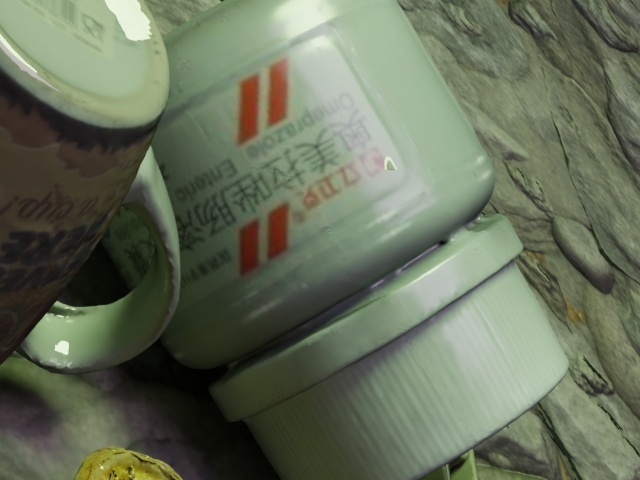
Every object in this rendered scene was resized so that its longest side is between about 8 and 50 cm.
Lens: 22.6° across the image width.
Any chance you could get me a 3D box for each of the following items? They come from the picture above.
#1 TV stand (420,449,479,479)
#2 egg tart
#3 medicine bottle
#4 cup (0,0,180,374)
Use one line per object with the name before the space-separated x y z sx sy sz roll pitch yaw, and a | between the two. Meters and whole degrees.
TV stand | 0.091 0.164 1.200 0.042 0.036 0.249 31 35 -31
egg tart | -0.100 0.179 0.899 0.129 0.049 0.128 42 26 -26
medicine bottle | 0.000 0.000 1.038 0.306 0.245 0.245 59 29 -1
cup | -0.175 -0.022 0.806 0.301 0.257 0.227 29 39 -39
